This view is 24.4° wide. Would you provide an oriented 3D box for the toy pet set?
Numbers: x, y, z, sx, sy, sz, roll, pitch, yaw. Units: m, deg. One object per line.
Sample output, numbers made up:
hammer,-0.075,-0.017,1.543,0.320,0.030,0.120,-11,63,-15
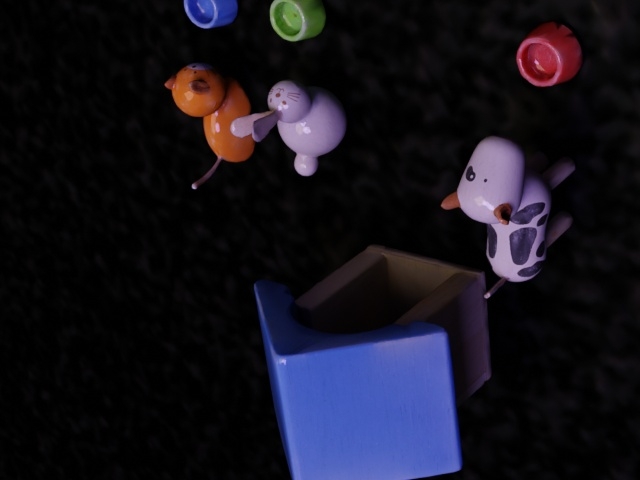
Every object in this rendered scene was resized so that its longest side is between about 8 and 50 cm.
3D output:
toy pet set,0.000,0.000,0.381,0.122,0.065,0.114,14,123,36
